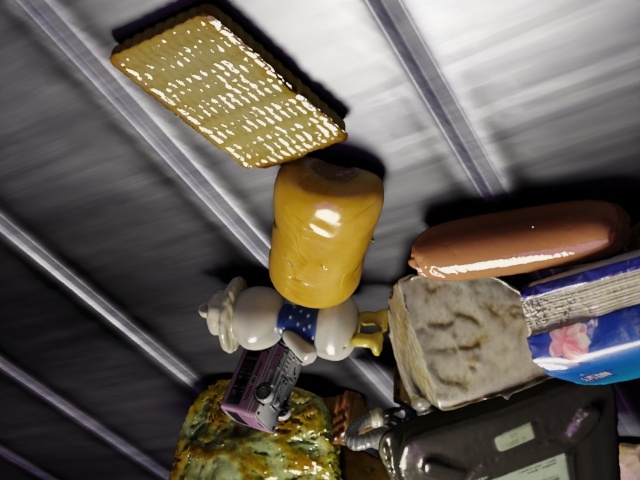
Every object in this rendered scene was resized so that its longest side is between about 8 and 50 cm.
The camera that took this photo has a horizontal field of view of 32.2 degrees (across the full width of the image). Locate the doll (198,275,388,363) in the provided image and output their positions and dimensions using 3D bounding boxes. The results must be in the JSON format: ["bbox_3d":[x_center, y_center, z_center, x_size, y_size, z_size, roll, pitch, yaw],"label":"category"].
[{"bbox_3d":[-0.046,0.123,1.670,0.293,0.138,0.119,6,141,15],"label":"doll"}]

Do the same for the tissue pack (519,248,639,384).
[{"bbox_3d":[0.412,0.091,1.357,0.270,0.137,0.209,-20,156,41],"label":"tissue pack"}]

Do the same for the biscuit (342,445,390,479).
[{"bbox_3d":[0.057,0.476,2.120,0.220,0.220,0.066,17,120,-10],"label":"biscuit"}]

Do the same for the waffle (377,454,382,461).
[{"bbox_3d":[0.257,0.482,2.256,0.309,0.056,0.292,15,150,-2],"label":"waffle"}]

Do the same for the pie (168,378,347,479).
[{"bbox_3d":[-0.118,0.459,1.987,0.395,0.418,0.180,-2,153,24],"label":"pie"}]

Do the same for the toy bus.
[{"bbox_3d":[-0.088,0.213,1.801,0.098,0.178,0.087,8,152,31],"label":"toy bus"}]

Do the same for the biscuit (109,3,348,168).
[{"bbox_3d":[-0.101,-0.172,1.292,0.172,0.029,0.254,-15,140,37],"label":"biscuit"}]

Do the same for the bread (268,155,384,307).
[{"bbox_3d":[0.000,0.000,1.495,0.142,0.091,0.305,15,150,4],"label":"bread"}]

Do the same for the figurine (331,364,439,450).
[{"bbox_3d":[0.216,0.303,1.844,0.382,0.186,0.261,10,175,-8],"label":"figurine"}]

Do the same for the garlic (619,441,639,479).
[{"bbox_3d":[0.556,0.448,2.053,0.217,0.110,0.228,7,150,13],"label":"garlic"}]

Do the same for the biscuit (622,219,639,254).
[{"bbox_3d":[0.494,0.007,1.394,0.220,0.033,0.220,7,150,4],"label":"biscuit"}]

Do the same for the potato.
[{"bbox_3d":[0.211,0.126,1.636,0.189,0.211,0.264,-20,179,-8],"label":"potato"}]

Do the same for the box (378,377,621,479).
[{"bbox_3d":[0.288,0.360,1.705,0.359,0.091,0.350,-19,129,-3],"label":"box"}]

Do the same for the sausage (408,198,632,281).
[{"bbox_3d":[0.248,0.002,1.413,0.289,0.086,0.086,-8,145,30],"label":"sausage"}]
